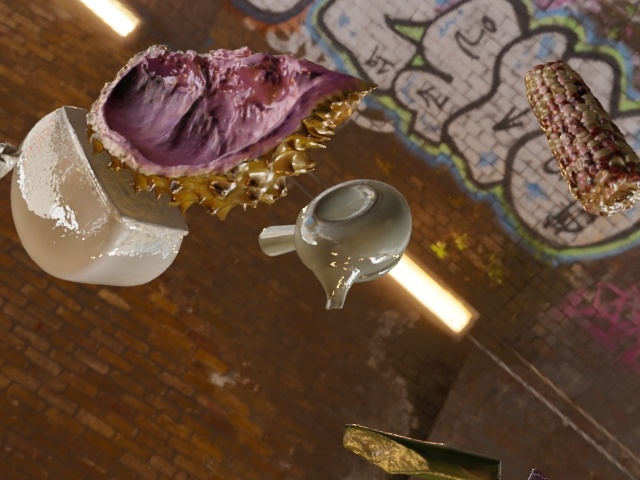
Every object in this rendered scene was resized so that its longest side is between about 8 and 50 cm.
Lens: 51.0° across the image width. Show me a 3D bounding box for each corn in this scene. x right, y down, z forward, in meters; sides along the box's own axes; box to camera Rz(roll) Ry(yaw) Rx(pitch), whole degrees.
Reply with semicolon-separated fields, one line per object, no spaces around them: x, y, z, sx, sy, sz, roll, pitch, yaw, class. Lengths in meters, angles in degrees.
0.355;-0.151;0.915;0.092;0.092;0.280;20;-136;-34;corn

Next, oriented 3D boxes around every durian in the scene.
-0.120;-0.102;0.679;0.341;0.191;0.112;16;153;33;durian

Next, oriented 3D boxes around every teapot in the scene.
0.028;-0.021;1.203;0.318;0.220;0.149;37;153;54;teapot

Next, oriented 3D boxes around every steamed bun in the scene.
-0.299;-0.042;0.876;0.146;0.164;0.241;16;-145;-57;steamed bun

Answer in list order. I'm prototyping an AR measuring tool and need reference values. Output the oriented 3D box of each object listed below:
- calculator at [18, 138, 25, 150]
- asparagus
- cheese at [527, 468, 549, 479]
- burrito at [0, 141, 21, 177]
-0.637;-0.127;1.558;0.042;0.295;0.184;-37;-97;-28;calculator
0.111;0.241;0.743;0.178;0.041;0.045;12;-118;4;asparagus
0.367;0.521;1.252;0.105;0.191;0.042;44;-176;10;cheese
-0.453;-0.016;0.619;0.117;0.392;0.076;-43;-68;-74;burrito
